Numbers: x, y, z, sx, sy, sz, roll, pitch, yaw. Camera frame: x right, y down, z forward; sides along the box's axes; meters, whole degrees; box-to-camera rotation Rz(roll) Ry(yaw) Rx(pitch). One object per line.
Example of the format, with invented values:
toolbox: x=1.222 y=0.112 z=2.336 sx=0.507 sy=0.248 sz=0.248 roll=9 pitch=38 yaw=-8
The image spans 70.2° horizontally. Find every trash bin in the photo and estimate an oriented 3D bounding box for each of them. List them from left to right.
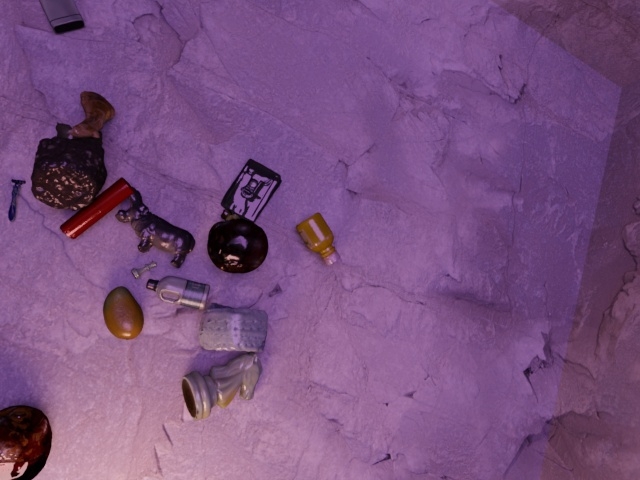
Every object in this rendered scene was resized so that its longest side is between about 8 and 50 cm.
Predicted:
trash bin: x=-0.988 y=-0.872 z=1.739 sx=0.116 sy=0.059 sz=0.129 roll=-27 pitch=89 yaw=-21

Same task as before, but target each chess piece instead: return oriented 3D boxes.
chess piece: x=-0.654 y=0.106 z=1.700 sx=0.093 sy=0.042 sz=0.042 roll=-30 pitch=91 yaw=-26
chess piece: x=-0.348 y=0.533 z=1.689 sx=0.298 sy=0.176 sz=0.175 roll=-14 pitch=85 yaw=-33

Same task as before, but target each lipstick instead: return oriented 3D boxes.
lipstick: x=-0.800 y=-0.114 z=1.633 sx=0.280 sy=0.073 sz=0.073 roll=-40 pitch=95 yaw=-5

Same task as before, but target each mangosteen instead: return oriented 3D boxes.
mangosteen: x=-0.322 y=-0.011 z=1.750 sx=0.232 sy=0.231 sz=0.289 roll=-2 pitch=58 yaw=-19

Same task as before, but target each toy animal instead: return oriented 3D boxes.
toy animal: x=-0.633 y=-0.042 z=1.698 sx=0.343 sy=0.106 sz=0.168 roll=41 pitch=71 yaw=-5

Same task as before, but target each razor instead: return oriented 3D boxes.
razor: x=-1.078 y=-0.142 z=1.601 sx=0.044 sy=0.028 sz=0.154 roll=7 pitch=78 yaw=-18

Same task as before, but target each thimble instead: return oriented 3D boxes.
thimble: x=-0.321 y=0.323 z=1.687 sx=0.250 sy=0.205 sz=0.171 roll=8 pitch=78 yaw=-12

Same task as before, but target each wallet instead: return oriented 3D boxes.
wallet: x=-0.283 y=-0.203 z=1.876 sx=0.169 sy=0.052 sz=0.245 roll=32 pitch=75 yaw=-8

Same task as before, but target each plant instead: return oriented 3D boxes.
plant: x=-0.873 y=-0.272 z=1.605 sx=0.216 sy=0.213 sz=0.312 roll=3 pitch=40 yaw=-20

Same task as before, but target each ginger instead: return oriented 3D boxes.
ginger: x=-0.825 y=-0.450 z=1.633 sx=0.086 sy=0.294 sz=0.131 roll=-33 pitch=125 yaw=19

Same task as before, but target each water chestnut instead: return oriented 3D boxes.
water chestnut: x=-0.969 y=0.647 z=1.382 sx=0.289 sy=0.289 sz=0.244 roll=-29 pitch=96 yaw=-21

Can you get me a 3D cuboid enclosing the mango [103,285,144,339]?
mango: x=-0.705 y=0.259 z=1.628 sx=0.130 sy=0.092 sz=0.194 roll=-8 pitch=79 yaw=-19

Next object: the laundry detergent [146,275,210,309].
laundry detergent: x=-0.536 y=0.189 z=1.708 sx=0.226 sy=0.070 sz=0.099 roll=16 pitch=83 yaw=-17

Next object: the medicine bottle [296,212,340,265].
medicine bottle: x=0.000 y=0.000 z=1.896 sx=0.122 sy=0.122 sz=0.212 roll=-33 pitch=93 yaw=-21
